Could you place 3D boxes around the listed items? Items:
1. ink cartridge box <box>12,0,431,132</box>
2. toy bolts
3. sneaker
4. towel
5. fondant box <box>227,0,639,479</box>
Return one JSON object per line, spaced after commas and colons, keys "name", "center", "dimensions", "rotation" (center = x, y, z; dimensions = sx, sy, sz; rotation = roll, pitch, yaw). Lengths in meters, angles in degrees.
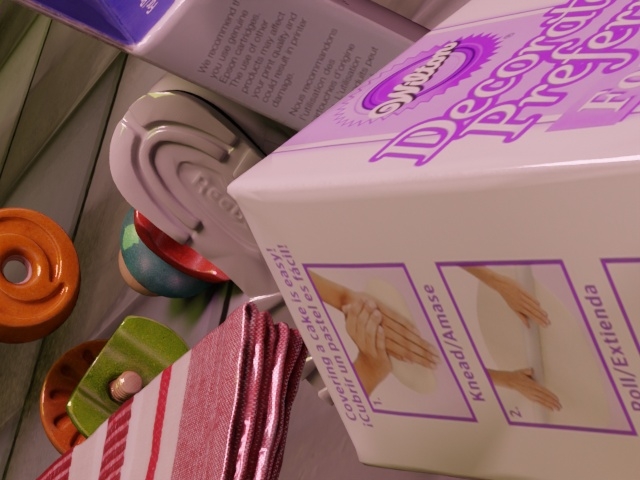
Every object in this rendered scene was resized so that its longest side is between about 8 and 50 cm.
{"name": "ink cartridge box", "center": [-0.026, -0.114, 0.884], "dimensions": [0.071, 0.330, 0.324], "rotation": [-62, 21, 8]}
{"name": "toy bolts", "center": [-0.172, 0.041, 1.297], "dimensions": [0.228, 0.218, 0.158], "rotation": [-54, 8, -25]}
{"name": "sneaker", "center": [0.000, 0.000, 0.873], "dimensions": [0.090, 0.235, 0.095], "rotation": [-40, 5, 23]}
{"name": "towel", "center": [-0.103, 0.192, 0.782], "dimensions": [0.329, 0.037, 0.237], "rotation": [-40, 36, 53]}
{"name": "fondant box", "center": [0.169, -0.042, 0.388], "dimensions": [0.238, 0.096, 0.330], "rotation": [-39, 21, -33]}
